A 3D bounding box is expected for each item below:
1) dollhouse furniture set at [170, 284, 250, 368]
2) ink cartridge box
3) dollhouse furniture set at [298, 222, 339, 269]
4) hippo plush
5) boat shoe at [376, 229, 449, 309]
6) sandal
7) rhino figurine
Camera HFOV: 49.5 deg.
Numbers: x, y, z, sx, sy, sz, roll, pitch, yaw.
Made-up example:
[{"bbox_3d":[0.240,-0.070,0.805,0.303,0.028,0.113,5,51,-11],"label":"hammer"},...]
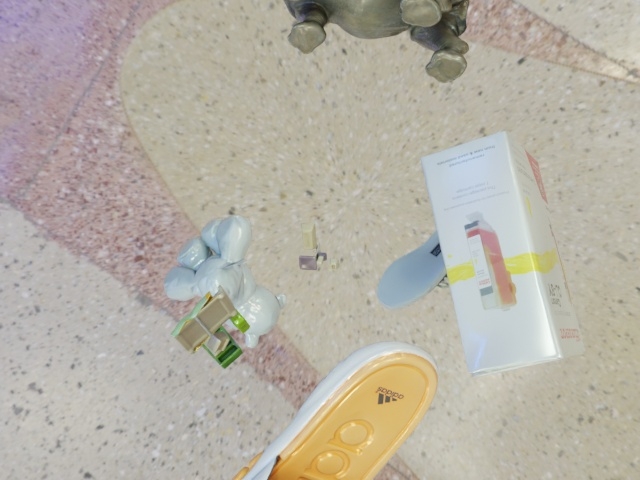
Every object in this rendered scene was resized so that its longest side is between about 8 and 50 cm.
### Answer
[{"bbox_3d":[-0.135,0.096,0.818,0.076,0.152,0.058,-42,62,-12],"label":"dollhouse furniture set"},{"bbox_3d":[0.334,0.035,1.241,0.160,0.279,0.385,-16,76,26],"label":"ink cartridge box"},{"bbox_3d":[0.000,0.000,1.599,0.090,0.081,0.114,2,121,11],"label":"dollhouse furniture set"},{"bbox_3d":[-0.177,0.093,1.576,0.236,0.294,0.234,42,70,-33],"label":"hippo plush"},{"bbox_3d":[0.254,0.059,1.601,0.113,0.105,0.306,32,69,32],"label":"boat shoe"},{"bbox_3d":[-0.006,0.183,0.471,0.101,0.076,0.265,23,113,-20],"label":"sandal"},{"bbox_3d":[0.000,-0.195,0.524,0.243,0.106,0.073,16,136,5],"label":"rhino figurine"}]
